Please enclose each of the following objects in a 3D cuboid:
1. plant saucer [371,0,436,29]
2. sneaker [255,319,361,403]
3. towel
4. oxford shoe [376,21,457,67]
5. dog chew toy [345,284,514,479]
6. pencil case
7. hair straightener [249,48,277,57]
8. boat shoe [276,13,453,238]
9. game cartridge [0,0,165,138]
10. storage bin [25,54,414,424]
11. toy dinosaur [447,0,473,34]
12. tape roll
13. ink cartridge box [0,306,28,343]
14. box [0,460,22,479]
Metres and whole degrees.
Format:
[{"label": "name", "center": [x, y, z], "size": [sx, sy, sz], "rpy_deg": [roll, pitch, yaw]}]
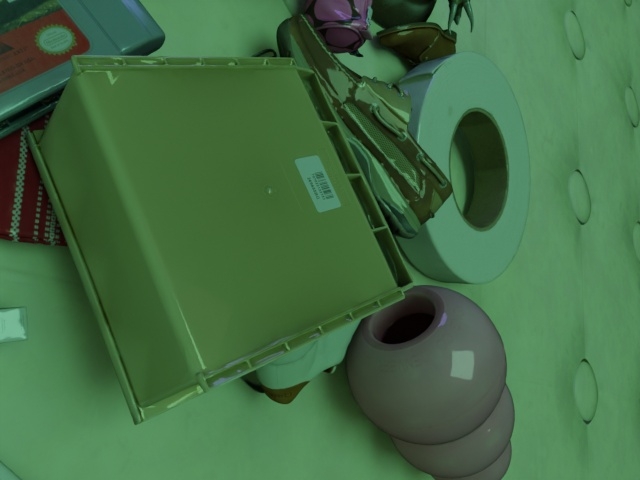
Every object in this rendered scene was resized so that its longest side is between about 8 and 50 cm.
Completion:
[{"label": "plant saucer", "center": [0.120, -0.513, 0.941], "size": [0.310, 0.050, 0.311], "rpy_deg": [11, 74, -43]}, {"label": "sneaker", "center": [0.005, 0.085, 0.703], "size": [0.290, 0.105, 0.123], "rpy_deg": [-42, 139, -45]}, {"label": "towel", "center": [-0.197, -0.083, 0.558], "size": [0.274, 0.031, 0.199], "rpy_deg": [10, 74, -45]}, {"label": "oxford shoe", "center": [0.173, -0.325, 0.945], "size": [0.212, 0.076, 0.076], "rpy_deg": [-9, 99, -46]}, {"label": "dog chew toy", "center": [0.168, 0.222, 0.761], "size": [0.207, 0.206, 0.332], "rpy_deg": [-53, 127, -37]}, {"label": "pencil case", "center": [0.035, -0.373, 0.784], "size": [0.095, 0.098, 0.210], "rpy_deg": [15, 77, -56]}, {"label": "hair straightener", "center": [-0.066, -0.128, 0.668], "size": [0.089, 0.047, 0.231], "rpy_deg": [19, 67, -65]}, {"label": "boat shoe", "center": [0.061, -0.157, 0.731], "size": [0.116, 0.123, 0.324], "rpy_deg": [-36, 107, -2]}, {"label": "game cartridge", "center": [-0.292, -0.178, 0.433], "size": [0.196, 0.060, 0.294], "rpy_deg": [49, 56, -9]}, {"label": "storage bin", "center": [-0.075, -0.021, 0.503], "size": [0.260, 0.123, 0.263], "rpy_deg": [-17, 79, -43]}, {"label": "toy dinosaur", "center": [0.176, -0.493, 0.869], "size": [0.313, 0.121, 0.161], "rpy_deg": [33, 42, -39]}, {"label": "tape roll", "center": [0.246, -0.120, 0.948], "size": [0.391, 0.072, 0.393], "rpy_deg": [0, 90, -45]}, {"label": "ink cartridge box", "center": [-0.281, 0.070, 0.433], "size": [0.083, 0.048, 0.028], "rpy_deg": [-1, 83, -44]}, {"label": "box", "center": [-0.307, 0.252, 0.371], "size": [0.322, 0.058, 0.232], "rpy_deg": [56, 49, -20]}]
